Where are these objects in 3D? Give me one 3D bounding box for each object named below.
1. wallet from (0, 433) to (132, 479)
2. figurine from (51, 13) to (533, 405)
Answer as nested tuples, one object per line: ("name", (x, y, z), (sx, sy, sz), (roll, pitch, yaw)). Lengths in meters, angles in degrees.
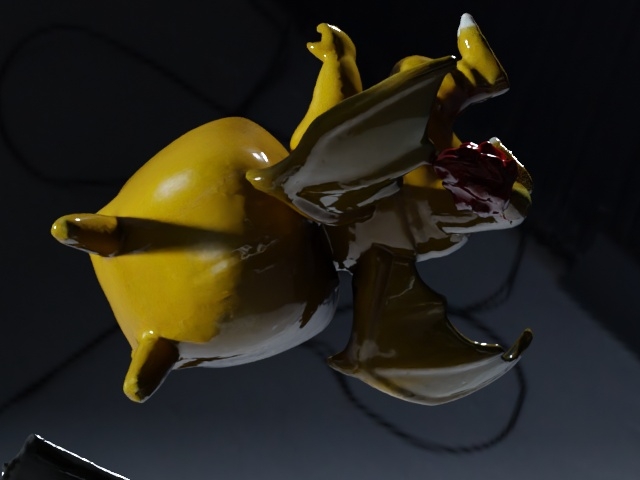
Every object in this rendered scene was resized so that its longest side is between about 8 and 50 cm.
("wallet", (-0.215, 0.377, 1.947), (0.377, 0.197, 0.051), (27, 11, -10))
("figurine", (-0.010, -0.027, 1.413), (0.387, 0.401, 0.268), (-22, 59, -1))
